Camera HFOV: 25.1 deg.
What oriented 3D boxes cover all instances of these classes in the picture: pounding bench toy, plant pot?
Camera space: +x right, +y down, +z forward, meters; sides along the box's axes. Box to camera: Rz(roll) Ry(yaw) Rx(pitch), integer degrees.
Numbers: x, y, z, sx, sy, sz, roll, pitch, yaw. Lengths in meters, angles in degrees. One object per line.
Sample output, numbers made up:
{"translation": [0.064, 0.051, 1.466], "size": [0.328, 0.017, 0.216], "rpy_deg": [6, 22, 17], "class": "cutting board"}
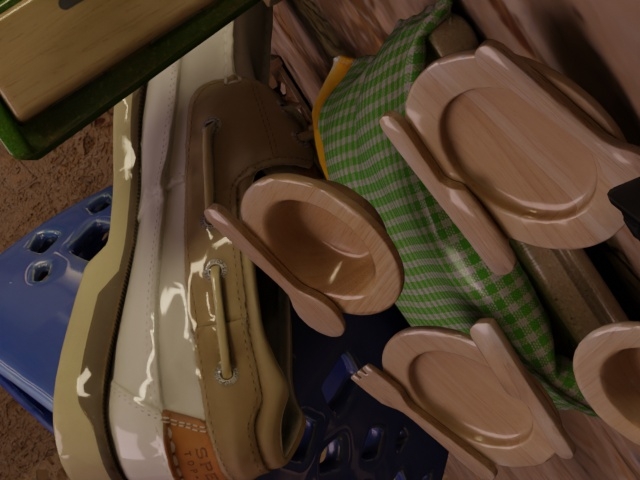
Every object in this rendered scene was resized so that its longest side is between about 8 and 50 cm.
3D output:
{"translation": [-0.034, -0.087, 0.997], "size": [0.065, 0.052, 0.083], "rpy_deg": [57, 177, -13], "class": "pounding bench toy"}
{"translation": [-0.038, 0.071, 0.841], "size": [0.236, 0.212, 0.236], "rpy_deg": [30, 162, 37], "class": "plant pot"}

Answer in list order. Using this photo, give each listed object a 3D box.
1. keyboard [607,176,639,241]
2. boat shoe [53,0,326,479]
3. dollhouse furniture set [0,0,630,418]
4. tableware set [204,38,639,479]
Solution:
{"translation": [0.112, 0.036, 0.254], "size": [0.108, 0.023, 0.180], "rpy_deg": [51, 179, -31], "class": "keyboard"}
{"translation": [-0.043, -0.020, 0.700], "size": [0.113, 0.103, 0.302], "rpy_deg": [59, -147, -59], "class": "boat shoe"}
{"translation": [-0.026, -0.028, 0.522], "size": [0.301, 0.151, 0.197], "rpy_deg": [57, 177, -2], "class": "dollhouse furniture set"}
{"translation": [0.047, 0.018, 0.408], "size": [0.141, 0.020, 0.169], "rpy_deg": [47, 145, -16], "class": "tableware set"}
